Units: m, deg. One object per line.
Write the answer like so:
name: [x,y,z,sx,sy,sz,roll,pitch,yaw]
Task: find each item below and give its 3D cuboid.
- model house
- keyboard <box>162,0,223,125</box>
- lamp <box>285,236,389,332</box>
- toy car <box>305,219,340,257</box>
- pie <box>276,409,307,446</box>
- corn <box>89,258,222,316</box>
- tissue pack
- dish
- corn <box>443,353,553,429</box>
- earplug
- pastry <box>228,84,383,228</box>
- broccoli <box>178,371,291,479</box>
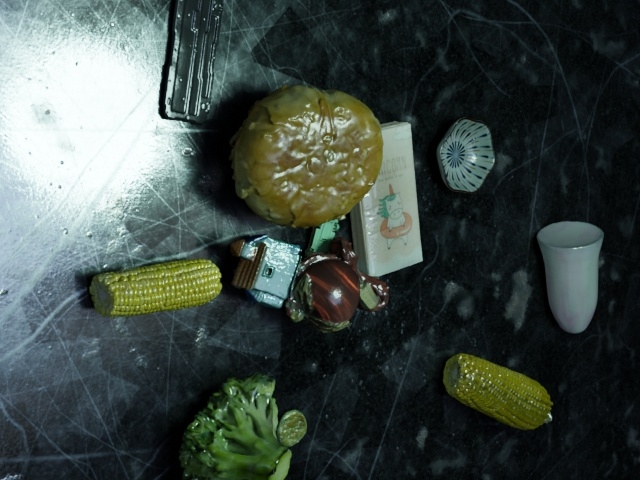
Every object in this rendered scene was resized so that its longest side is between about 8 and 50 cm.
model house: [-0.132,0.046,1.782,0.149,0.119,0.148,24,83,-29]
keyboard: [-0.240,-0.353,1.685,0.106,0.016,0.262,5,94,-39]
lamp: [0.031,0.111,1.868,0.223,0.151,0.215,-37,118,-9]
toy car: [0.000,0.000,1.924,0.059,0.035,0.121,12,100,-40]
pie: [-0.064,0.408,1.942,0.084,0.021,0.084,-11,108,-38]
corn: [-0.300,0.088,1.654,0.244,0.093,0.093,-8,101,-34]
tissue pack: [0.142,-0.094,2.002,0.170,0.071,0.325,-15,107,-34]
dish: [0.334,-0.206,2.148,0.191,0.066,0.190,-9,104,-36]
corn: [0.454,0.389,2.294,0.387,0.144,0.143,27,80,-34]
earplug: [0.685,0.118,2.439,0.172,0.172,0.301,-26,119,-34]
pastry: [-0.039,-0.171,1.768,0.316,0.184,0.284,-12,113,-27]
broccoli: [-0.138,0.419,1.738,0.248,0.246,0.288,-6,106,-48]
